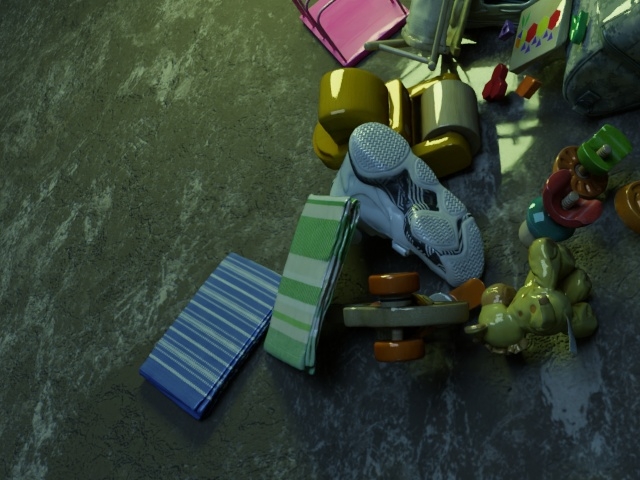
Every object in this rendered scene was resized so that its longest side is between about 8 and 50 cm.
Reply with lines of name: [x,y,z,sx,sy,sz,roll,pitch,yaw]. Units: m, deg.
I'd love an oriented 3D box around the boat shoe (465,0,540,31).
boat shoe: [0.371,-0.523,2.035,0.302,0.094,0.109,21,71,43]

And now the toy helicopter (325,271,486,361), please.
toy helicopter: [0.131,0.123,1.654,0.355,0.235,0.140,-6,89,60]

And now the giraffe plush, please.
giraffe plush: [0.333,0.117,1.523,0.171,0.181,0.210,-24,32,35]

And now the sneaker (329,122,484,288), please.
sneaker: [0.151,-0.031,1.779,0.137,0.210,0.365,-24,71,-37]

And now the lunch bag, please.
lunch bag: [0.561,-0.401,1.722,0.256,0.213,0.305,-30,40,48]

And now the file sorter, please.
file sorter: [0.044,-0.595,2.262,0.202,0.182,0.290,-38,44,4]

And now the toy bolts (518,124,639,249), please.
toy bolts: [0.448,-0.049,1.594,0.229,0.158,0.218,-32,77,-31]

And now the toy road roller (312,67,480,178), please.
toy road roller: [0.135,-0.242,1.880,0.330,0.240,0.202,-17,49,24]

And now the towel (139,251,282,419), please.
towel: [-0.215,0.191,1.953,0.243,0.040,0.336,23,71,46]

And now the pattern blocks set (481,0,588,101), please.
pattern blocks set: [0.424,-0.402,1.797,0.325,0.026,0.285,-173,101,-74]

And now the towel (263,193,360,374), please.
towel: [-0.020,0.072,1.759,0.248,0.038,0.324,11,86,69]

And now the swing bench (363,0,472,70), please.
swing bench: [0.238,-0.517,1.962,0.165,0.253,0.255,22,29,21]
